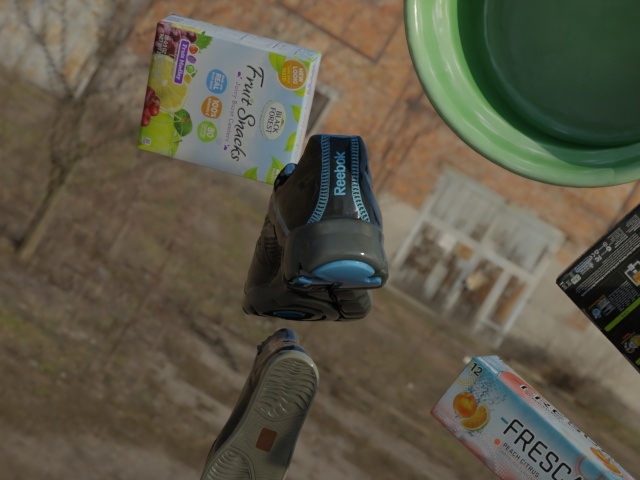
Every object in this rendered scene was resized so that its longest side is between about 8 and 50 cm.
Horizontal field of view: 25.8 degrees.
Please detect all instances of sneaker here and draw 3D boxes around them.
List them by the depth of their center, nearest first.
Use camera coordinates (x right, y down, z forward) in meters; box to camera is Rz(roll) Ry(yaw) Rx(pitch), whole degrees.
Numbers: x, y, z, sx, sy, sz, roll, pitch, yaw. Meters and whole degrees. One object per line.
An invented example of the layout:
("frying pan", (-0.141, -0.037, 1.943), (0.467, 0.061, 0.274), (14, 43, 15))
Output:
("sneaker", (0.000, 0.000, 1.368), (0.125, 0.139, 0.341), (3, -14, -13))
("sneaker", (-0.068, 0.208, 1.544), (0.083, 0.222, 0.118), (28, 9, -10))

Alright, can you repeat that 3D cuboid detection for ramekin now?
("ramekin", (0.235, -0.197, 1.176), (0.303, 0.303, 0.148), (32, 14, 16))

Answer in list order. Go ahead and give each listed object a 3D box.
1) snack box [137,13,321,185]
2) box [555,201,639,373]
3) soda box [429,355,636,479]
("snack box", (-0.118, -0.180, 1.793), (0.207, 0.174, 0.070), (14, 22, 7))
("box", (0.387, 0.048, 1.525), (0.184, 0.191, 0.045), (47, 11, 5))
("soda box", (0.175, 0.170, 1.086), (0.183, 0.063, 0.058), (42, 14, 21))
